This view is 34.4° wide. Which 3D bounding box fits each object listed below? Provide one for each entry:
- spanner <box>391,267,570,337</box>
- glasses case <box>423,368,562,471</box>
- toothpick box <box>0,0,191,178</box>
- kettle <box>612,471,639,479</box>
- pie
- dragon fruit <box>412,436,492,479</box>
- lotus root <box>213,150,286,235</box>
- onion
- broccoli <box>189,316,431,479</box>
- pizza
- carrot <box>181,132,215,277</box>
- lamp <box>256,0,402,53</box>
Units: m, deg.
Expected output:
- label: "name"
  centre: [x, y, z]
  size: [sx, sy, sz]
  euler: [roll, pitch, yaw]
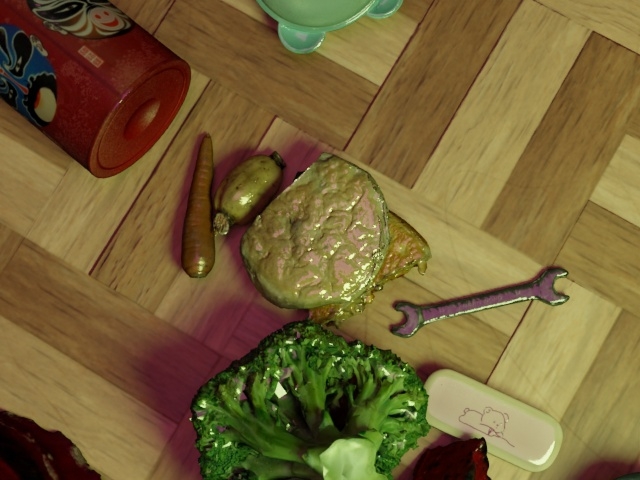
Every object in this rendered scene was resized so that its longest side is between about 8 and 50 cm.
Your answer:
- label: "spanner"
  centre: [0.219, 0.086, 1.419]
  size: [0.254, 0.015, 0.054]
  euler: [-13, 80, 1]
- label: "glasses case"
  centre: [0.223, 0.238, 1.374]
  size: [0.196, 0.050, 0.083]
  euler: [23, 84, 7]
- label: "toothpick box"
  centre: [-0.368, -0.264, 1.422]
  size: [0.333, 0.204, 0.204]
  euler: [39, 84, 10]
- label: "kettle"
  centre: [0.475, 0.432, 1.257]
  size: [0.319, 0.247, 0.342]
  euler: [-16, 68, -31]
- label: "pie"
  centre: [-0.001, -0.001, 1.379]
  size: [0.218, 0.052, 0.185]
  euler: [-44, 67, 1]
- label: "dragon fruit"
  centre: [0.171, 0.344, 1.301]
  size: [0.122, 0.192, 0.092]
  euler: [-33, 106, 37]
- label: "lotus root"
  centre: [-0.105, -0.067, 1.441]
  size: [0.072, 0.063, 0.152]
  euler: [37, 76, -2]
- label: "onion"
  centre: [-0.438, 0.343, 1.335]
  size: [0.280, 0.146, 0.314]
  euler: [-39, 75, -18]
- label: "broccoli"
  centre: [-0.002, 0.249, 1.286]
  size: [0.308, 0.275, 0.308]
  euler: [1, 87, -23]
- label: "pizza"
  centre: [0.040, 0.042, 1.417]
  size: [0.188, 0.062, 0.199]
  euler: [32, 88, 22]
- label: "carrot"
  centre: [-0.168, -0.050, 1.455]
  size: [0.048, 0.048, 0.216]
  euler: [1, 74, 4]
- label: "lamp"
  centre: [-0.016, -0.423, 1.456]
  size: [0.209, 0.147, 0.284]
  euler: [-23, 79, 2]
